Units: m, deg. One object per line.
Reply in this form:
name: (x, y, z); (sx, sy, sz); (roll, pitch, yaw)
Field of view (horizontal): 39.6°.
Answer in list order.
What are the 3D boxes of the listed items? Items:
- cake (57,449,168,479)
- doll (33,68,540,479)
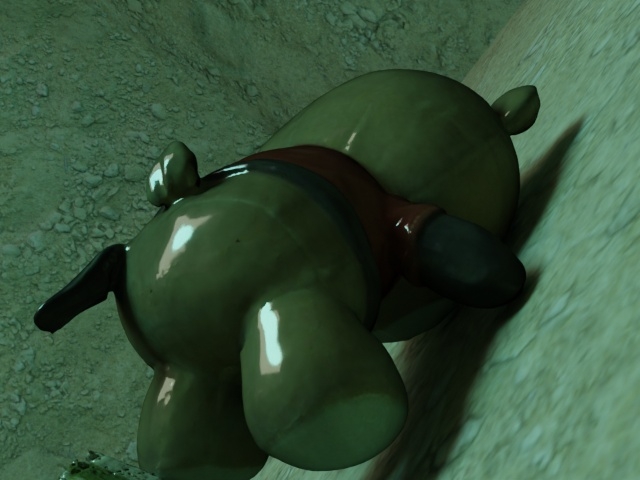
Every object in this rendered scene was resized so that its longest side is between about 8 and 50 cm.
cake: (-0.058, 0.145, 0.396); (0.055, 0.140, 0.051); (-70, -12, 18)
doll: (0.000, 0.000, 0.524); (0.235, 0.174, 0.330); (-30, 5, 35)
